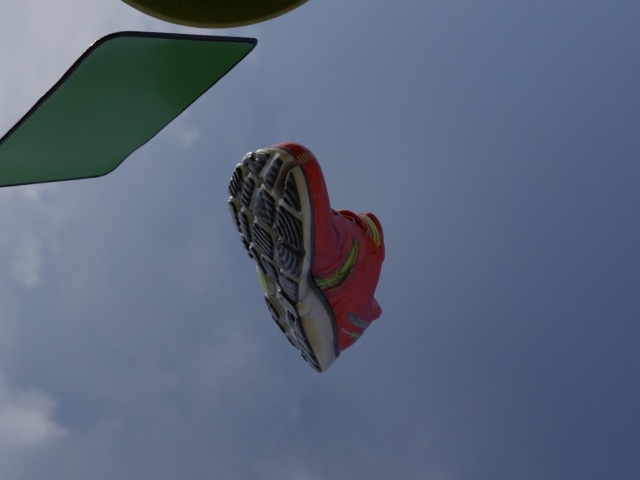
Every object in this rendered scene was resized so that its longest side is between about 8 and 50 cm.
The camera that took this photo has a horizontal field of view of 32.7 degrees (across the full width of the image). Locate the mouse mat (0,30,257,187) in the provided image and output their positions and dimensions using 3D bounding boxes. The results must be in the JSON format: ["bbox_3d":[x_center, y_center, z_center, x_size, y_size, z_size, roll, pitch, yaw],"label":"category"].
[{"bbox_3d":[-0.146,-0.087,0.751,0.190,0.152,0.007,-33,-102,33],"label":"mouse mat"}]

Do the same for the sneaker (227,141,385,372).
[{"bbox_3d":[0.000,0.000,0.969,0.118,0.279,0.107,-35,-123,-17],"label":"sneaker"}]

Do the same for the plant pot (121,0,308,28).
[{"bbox_3d":[-0.109,-0.393,1.021,0.275,0.275,0.293,-14,-137,0],"label":"plant pot"}]
